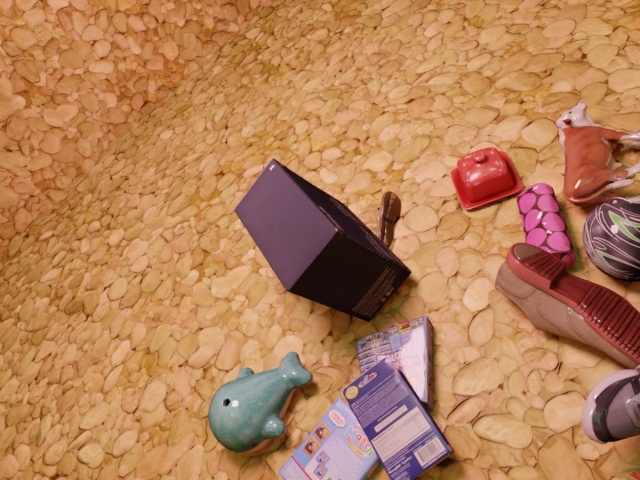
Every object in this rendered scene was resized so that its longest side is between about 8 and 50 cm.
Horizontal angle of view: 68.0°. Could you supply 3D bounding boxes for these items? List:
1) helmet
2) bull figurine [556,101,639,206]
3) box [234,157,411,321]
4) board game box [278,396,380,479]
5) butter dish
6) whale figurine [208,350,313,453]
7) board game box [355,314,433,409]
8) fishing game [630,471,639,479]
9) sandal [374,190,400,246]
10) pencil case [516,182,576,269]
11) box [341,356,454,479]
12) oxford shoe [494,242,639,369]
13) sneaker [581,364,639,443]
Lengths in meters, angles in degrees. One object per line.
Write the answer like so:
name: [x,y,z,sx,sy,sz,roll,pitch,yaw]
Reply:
helmet: [0.623,-0.002,0.961,0.161,0.169,0.170,6,59,14]
bull figurine: [0.662,-0.205,1.131,0.188,0.101,0.311,1,57,29]
box: [0.000,0.000,1.199,0.179,0.312,0.343,-50,45,11]
board game box: [0.030,0.478,1.033,0.211,0.039,0.160,-49,48,-9]
butter dish: [0.424,-0.186,1.244,0.160,0.118,0.160,-20,50,16]
whale figurine: [-0.152,0.378,1.144,0.272,0.141,0.216,-40,46,-3]
board game box: [0.178,0.291,1.072,0.194,0.060,0.194,-21,48,16]
fishing game: [0.495,0.516,0.733,0.189,0.041,0.264,29,82,42]
sandal: [0.179,-0.063,1.340,0.049,0.072,0.180,-15,51,48]
pencil case: [0.513,-0.029,1.099,0.098,0.095,0.209,-45,30,47]
box: [0.152,0.369,0.979,0.136,0.036,0.225,-40,56,9]
oxford shoe: [0.516,0.151,0.963,0.123,0.130,0.348,-21,52,-34]
sneaker: [0.565,0.257,0.755,0.268,0.153,0.101,-24,90,-7]
